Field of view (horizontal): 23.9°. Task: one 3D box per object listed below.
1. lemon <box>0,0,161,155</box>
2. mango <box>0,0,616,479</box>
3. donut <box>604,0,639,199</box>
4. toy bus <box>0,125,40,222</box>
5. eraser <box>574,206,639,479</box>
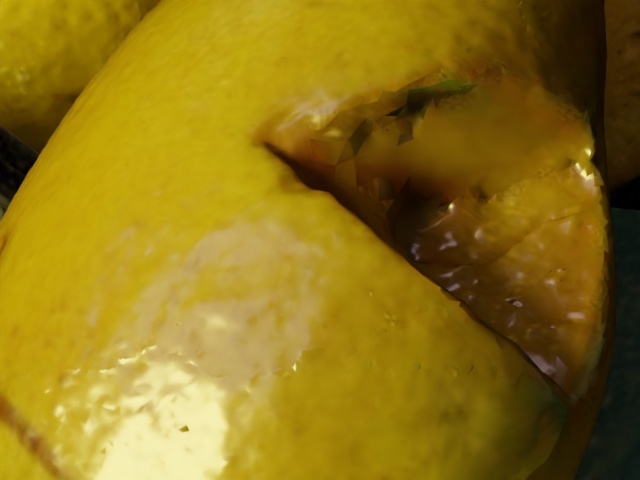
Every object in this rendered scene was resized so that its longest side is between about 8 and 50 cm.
[{"bbox_3d":[-0.139,-0.116,0.669,0.187,0.187,0.244,-36,59,12],"label":"lemon"},{"bbox_3d":[0.000,0.000,0.408,0.167,0.130,0.262,-1,61,31],"label":"mango"},{"bbox_3d":[0.060,-0.078,0.545,0.146,0.078,0.181,-44,37,-2],"label":"donut"},{"bbox_3d":[-0.279,0.062,0.615,0.440,0.209,0.249,0,58,43],"label":"toy bus"},{"bbox_3d":[0.030,0.129,0.413,0.144,0.042,0.312,9,63,45],"label":"eraser"}]
